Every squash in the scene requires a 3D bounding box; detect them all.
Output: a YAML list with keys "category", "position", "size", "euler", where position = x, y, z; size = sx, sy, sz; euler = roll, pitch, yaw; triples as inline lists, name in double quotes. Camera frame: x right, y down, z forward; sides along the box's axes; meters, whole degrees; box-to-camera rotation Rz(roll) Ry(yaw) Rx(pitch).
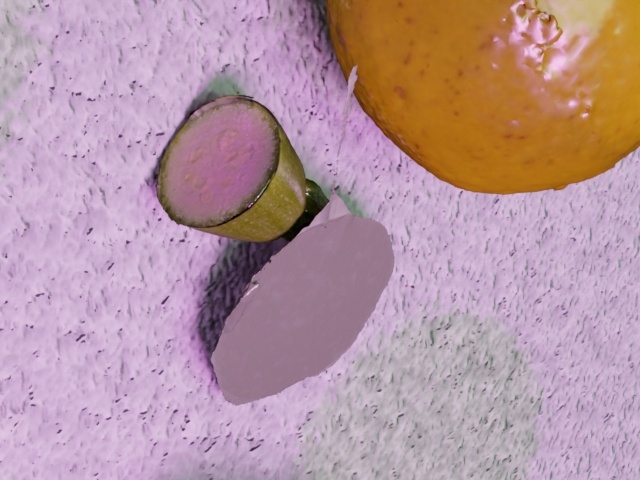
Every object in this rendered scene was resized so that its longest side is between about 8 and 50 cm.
- category: "squash"
  position: [-0.043, -0.033, 1.017]
  size: [0.105, 0.105, 0.132]
  euler: [-60, 143, -6]

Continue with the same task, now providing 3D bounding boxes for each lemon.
- category: "lemon"
  position: [0.130, -0.172, 0.987]
  size: [0.253, 0.253, 0.310]
  euler: [-40, 118, -19]

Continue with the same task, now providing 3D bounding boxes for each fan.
- category: "fan"
  position: [-0.001, -0.001, 1.015]
  size: [0.182, 0.010, 0.310]
  euler: [-23, 140, -36]
